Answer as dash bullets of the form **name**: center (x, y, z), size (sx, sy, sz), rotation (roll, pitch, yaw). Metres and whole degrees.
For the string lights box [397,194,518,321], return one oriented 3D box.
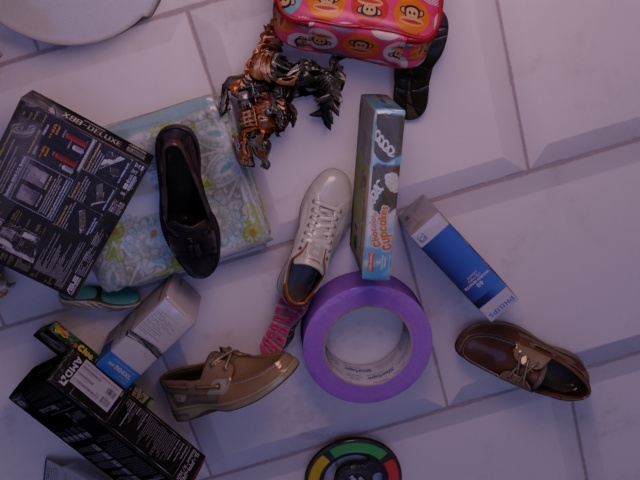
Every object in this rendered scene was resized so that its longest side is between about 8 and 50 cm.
- **string lights box**: center (0.279, 0.036, 1.520), size (0.077, 0.133, 0.259), rotation (-43, 108, 9)

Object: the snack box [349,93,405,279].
- **snack box**: center (0.105, -0.106, 1.426), size (0.060, 0.187, 0.322), rotation (2, 110, -6)

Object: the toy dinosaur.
- **toy dinosaur**: center (-0.068, -0.290, 1.361), size (0.218, 0.164, 0.322), rotation (11, 109, -4)

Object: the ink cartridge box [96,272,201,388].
- **ink cartridge box**: center (-0.344, 0.179, 1.506), size (0.203, 0.148, 0.086), rotation (-42, 106, 10)

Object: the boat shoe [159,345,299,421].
- **boat shoe**: center (-0.199, 0.281, 1.527), size (0.341, 0.121, 0.110), rotation (-24, 99, 28)

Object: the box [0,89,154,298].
- **box**: center (-0.485, -0.077, 1.350), size (0.242, 0.076, 0.307), rotation (28, 106, -15)

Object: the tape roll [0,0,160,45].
- **tape roll**: center (-0.445, -0.535, 1.287), size (0.392, 0.072, 0.392), rotation (-2, 109, -4)

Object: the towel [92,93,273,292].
- **towel**: center (-0.308, -0.090, 1.448), size (0.374, 0.090, 0.321), rotation (-17, 109, 1)

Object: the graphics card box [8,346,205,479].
- **graphics card box**: center (-0.443, 0.389, 1.542), size (0.371, 0.094, 0.232), rotation (44, 140, -18)

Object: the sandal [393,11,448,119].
- **sandal**: center (0.186, -0.340, 1.424), size (0.090, 0.060, 0.219), rotation (5, 123, -1)

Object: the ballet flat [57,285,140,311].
- **ballet flat**: center (-0.455, 0.122, 1.536), size (0.168, 0.057, 0.052), rotation (7, 136, -4)

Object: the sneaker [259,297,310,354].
- **sneaker**: center (-0.074, 0.171, 1.578), size (0.063, 0.075, 0.170), rotation (27, 83, 4)

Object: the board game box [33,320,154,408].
- **board game box**: center (-0.472, 0.264, 1.543), size (0.260, 0.136, 0.030), rotation (45, 56, -18)

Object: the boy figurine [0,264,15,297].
- **boy figurine**: center (-0.702, 0.062, 1.465), size (0.285, 0.092, 0.177), rotation (-45, 110, 7)

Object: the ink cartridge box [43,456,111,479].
- **ink cartridge box**: center (-0.530, 0.613, 1.671), size (0.224, 0.045, 0.223), rotation (21, 113, 21)

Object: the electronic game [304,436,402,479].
- **electronic game**: center (0.077, 0.558, 1.732), size (0.229, 0.048, 0.229), rotation (-2, 109, -4)

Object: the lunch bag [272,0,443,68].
- **lunch bag**: center (0.071, -0.451, 1.302), size (0.293, 0.120, 0.258), rotation (9, 71, -4)

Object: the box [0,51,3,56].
- **box**: center (-0.756, -0.254, 1.281), size (0.345, 0.215, 0.168), rotation (-42, 107, 9)

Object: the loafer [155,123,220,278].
- **loafer**: center (-0.252, -0.058, 1.369), size (0.109, 0.095, 0.303), rotation (-8, 112, -2)

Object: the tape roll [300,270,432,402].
- **tape roll**: center (0.096, 0.207, 1.589), size (0.274, 0.090, 0.275), rotation (-2, 109, -5)

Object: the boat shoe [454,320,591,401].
- **boat shoe**: center (0.453, 0.268, 1.627), size (0.324, 0.116, 0.123), rotation (16, 107, -11)

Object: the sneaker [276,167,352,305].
- **sneaker**: center (0.000, 0.000, 1.478), size (0.105, 0.123, 0.290), rotation (17, 95, -12)
